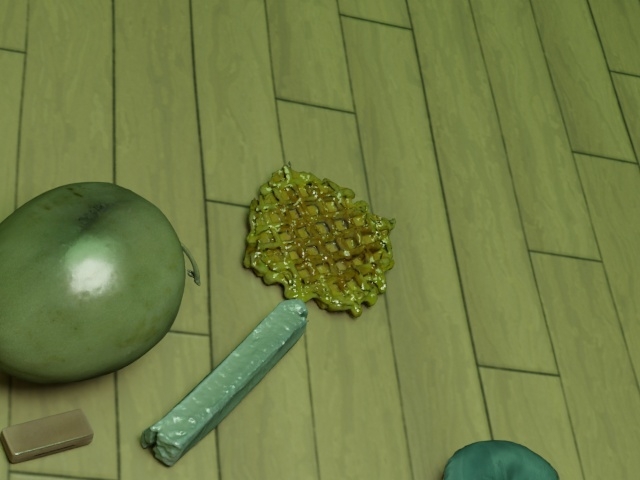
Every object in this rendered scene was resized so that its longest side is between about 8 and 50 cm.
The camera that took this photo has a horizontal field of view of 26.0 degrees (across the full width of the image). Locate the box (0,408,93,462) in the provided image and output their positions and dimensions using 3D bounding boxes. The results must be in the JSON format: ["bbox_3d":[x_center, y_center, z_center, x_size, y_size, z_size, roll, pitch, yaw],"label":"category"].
[{"bbox_3d":[-0.352,0.252,1.789,0.115,0.025,0.048,-12,54,-33],"label":"box"}]

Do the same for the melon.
[{"bbox_3d":[-0.314,0.055,1.817,0.272,0.272,0.308,31,52,0],"label":"melon"}]

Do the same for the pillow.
[{"bbox_3d":[0.263,0.388,1.933,0.214,0.086,0.233,9,51,-26],"label":"pillow"}]

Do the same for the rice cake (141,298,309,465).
[{"bbox_3d":[-0.121,0.189,1.923,0.063,0.066,0.336,40,46,10],"label":"rice cake"}]

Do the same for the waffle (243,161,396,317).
[{"bbox_3d":[-0.001,0.001,2.148,0.245,0.052,0.254,24,48,-8],"label":"waffle"}]
